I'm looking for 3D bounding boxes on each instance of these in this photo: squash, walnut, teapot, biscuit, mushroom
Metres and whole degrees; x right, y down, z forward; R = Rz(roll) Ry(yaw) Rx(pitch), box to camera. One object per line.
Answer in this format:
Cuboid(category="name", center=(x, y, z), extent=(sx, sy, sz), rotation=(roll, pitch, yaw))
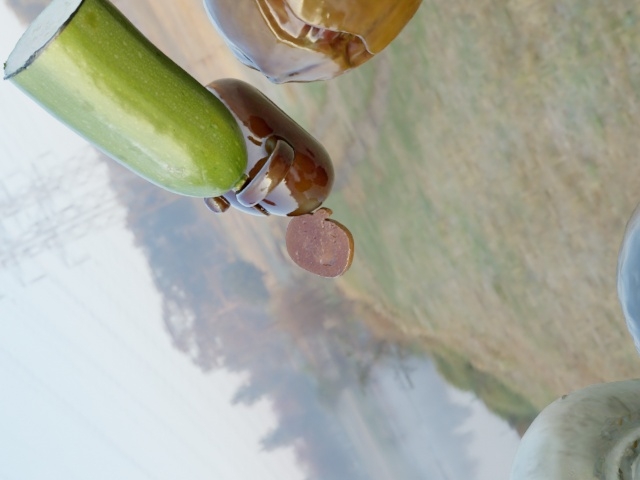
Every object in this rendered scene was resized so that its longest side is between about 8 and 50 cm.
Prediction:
Cuboid(category="squash", center=(-0.130, -0.094, 0.897), extent=(0.188, 0.095, 0.095), rotation=(42, -172, -28))
Cuboid(category="walnut", center=(0.007, -0.294, 1.063), extent=(0.209, 0.209, 0.336), rotation=(69, -144, -66))
Cuboid(category="teapot", center=(-0.072, -0.079, 1.312), extent=(0.178, 0.135, 0.252), rotation=(35, -173, -15))
Cuboid(category="biscuit", center=(0.000, 0.000, 1.354), extent=(0.091, 0.015, 0.078), rotation=(24, 114, 32))
Cuboid(category="mushroom", center=(0.325, 0.257, 1.249), extent=(0.315, 0.315, 0.356), rotation=(-126, 17, -76))

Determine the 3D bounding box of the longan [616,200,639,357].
Cuboid(category="longan", center=(0.570, 0.050, 1.574), extent=(0.391, 0.391, 0.391), rotation=(63, 178, 5))
